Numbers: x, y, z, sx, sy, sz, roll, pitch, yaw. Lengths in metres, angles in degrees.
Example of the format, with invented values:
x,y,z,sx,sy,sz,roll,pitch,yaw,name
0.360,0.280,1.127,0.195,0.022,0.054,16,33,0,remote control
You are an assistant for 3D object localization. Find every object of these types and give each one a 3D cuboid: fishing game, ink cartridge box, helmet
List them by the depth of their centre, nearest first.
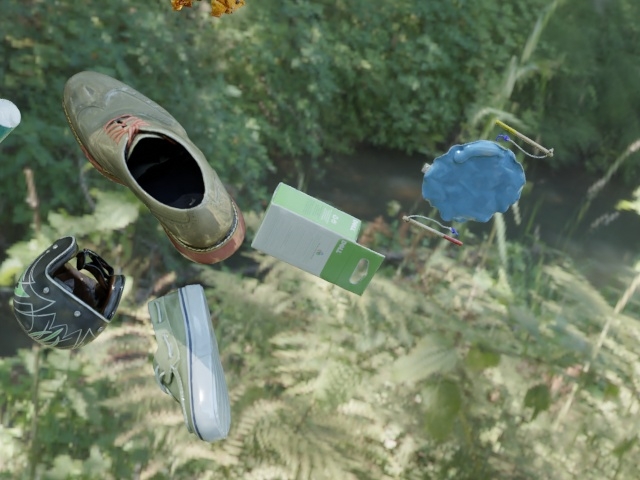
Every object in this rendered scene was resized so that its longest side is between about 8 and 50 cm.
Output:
x,y,z,sx,sy,sz,roll,pitch,yaw,name
-0.401,0.093,1.535,0.169,0.169,0.161,16,53,4,helmet
0.000,0.000,1.643,0.209,0.109,0.062,25,40,-4,ink cartridge box
0.268,-0.106,1.733,0.189,0.264,0.041,22,36,-23,fishing game

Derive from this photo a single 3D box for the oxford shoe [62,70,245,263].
x,y,z,sx,sy,sz,roll,pitch,yaw,name
-0.222,-0.125,1.230,0.123,0.130,0.348,-42,65,-13,oxford shoe

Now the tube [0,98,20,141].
x,y,z,sx,sy,sz,roll,pitch,yaw,name
-0.585,-0.173,1.673,0.052,0.207,0.080,1,68,-45,tube

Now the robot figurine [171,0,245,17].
x,y,z,sx,sy,sz,roll,pitch,yaw,name
-0.233,-0.551,1.741,0.211,0.291,0.085,16,45,33,robot figurine

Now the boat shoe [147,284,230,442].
x,y,z,sx,sy,sz,roll,pitch,yaw,name
-0.194,0.182,1.414,0.094,0.109,0.302,-16,35,-3,boat shoe
